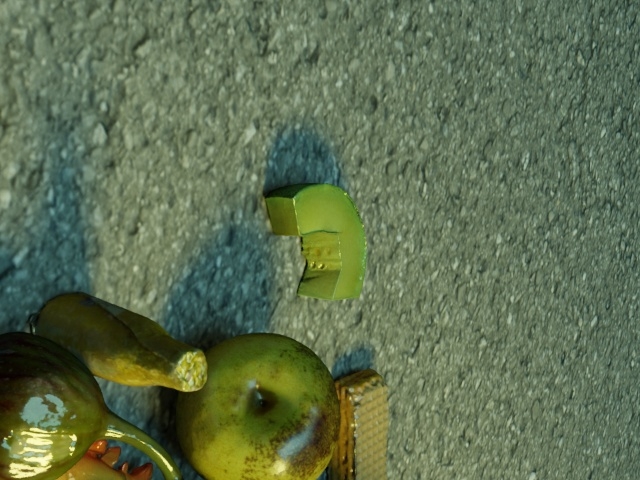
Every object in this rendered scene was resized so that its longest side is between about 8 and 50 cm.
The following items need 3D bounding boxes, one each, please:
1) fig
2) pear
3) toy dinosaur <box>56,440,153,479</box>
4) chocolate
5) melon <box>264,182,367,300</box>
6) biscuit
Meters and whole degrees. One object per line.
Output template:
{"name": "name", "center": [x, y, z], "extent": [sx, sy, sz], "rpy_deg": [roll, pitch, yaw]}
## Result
{"name": "fig", "center": [-0.231, 0.180, 0.936], "extent": [0.245, 0.149, 0.149], "rpy_deg": [21, 79, -20]}
{"name": "pear", "center": [-0.073, 0.209, 1.161], "extent": [0.197, 0.197, 0.197], "rpy_deg": [-14, 109, -49]}
{"name": "toy dinosaur", "center": [-0.273, 0.248, 1.011], "extent": [0.288, 0.070, 0.117], "rpy_deg": [-2, 88, -55]}
{"name": "chocolate", "center": [-0.188, 0.104, 0.962], "extent": [0.085, 0.219, 0.086], "rpy_deg": [-12, 106, -46]}
{"name": "melon", "center": [0.000, 0.000, 1.306], "extent": [0.118, 0.064, 0.210], "rpy_deg": [-44, 131, -39]}
{"name": "biscuit", "center": [0.057, 0.378, 1.460], "extent": [0.094, 0.054, 0.379], "rpy_deg": [-16, 110, -50]}
